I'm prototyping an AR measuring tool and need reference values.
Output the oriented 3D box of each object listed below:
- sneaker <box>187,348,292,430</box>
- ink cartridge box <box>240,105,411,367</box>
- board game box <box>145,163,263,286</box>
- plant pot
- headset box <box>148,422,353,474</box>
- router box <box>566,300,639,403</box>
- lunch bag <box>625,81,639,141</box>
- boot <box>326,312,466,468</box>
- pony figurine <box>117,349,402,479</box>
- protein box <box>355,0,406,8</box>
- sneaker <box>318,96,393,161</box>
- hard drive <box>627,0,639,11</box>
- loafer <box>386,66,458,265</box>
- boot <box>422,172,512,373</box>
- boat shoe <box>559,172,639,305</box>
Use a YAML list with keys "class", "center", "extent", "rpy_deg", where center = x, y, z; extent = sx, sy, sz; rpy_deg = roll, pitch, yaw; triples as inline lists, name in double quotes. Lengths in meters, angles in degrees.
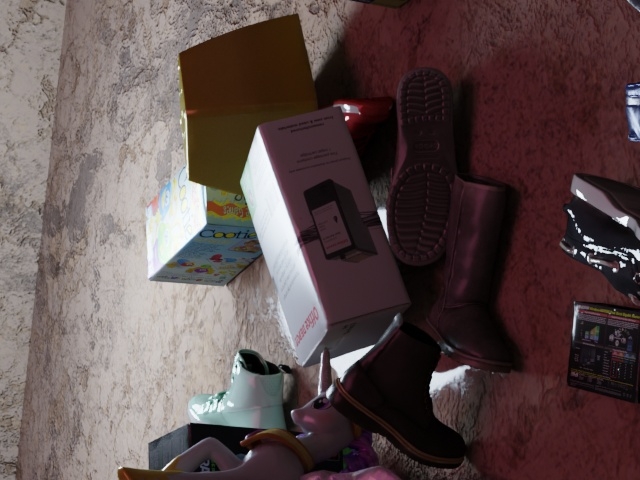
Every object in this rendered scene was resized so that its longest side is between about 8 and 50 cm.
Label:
- class: "sneaker"
  center: [-0.129, 0.239, 2.280]
  extent: [0.256, 0.094, 0.151]
  rpy_deg: [11, 102, 55]
- class: "ink cartridge box"
  center: [0.000, 0.000, 1.908]
  extent: [0.211, 0.122, 0.289]
  rpy_deg: [120, 134, -68]
- class: "board game box"
  center: [-0.179, -0.037, 2.379]
  extent: [0.275, 0.144, 0.142]
  rpy_deg: [-38, 51, 56]
- class: "plant pot"
  center: [-0.114, -0.191, 2.133]
  extent: [0.212, 0.187, 0.212]
  rpy_deg: [95, 168, -47]
- class: "headset box"
  center: [-0.076, 0.384, 1.899]
  extent: [0.131, 0.283, 0.246]
  rpy_deg: [-31, 56, 52]
- class: "router box"
  center: [0.305, 0.113, 1.461]
  extent: [0.122, 0.038, 0.092]
  rpy_deg: [9, 94, 64]
- class: "lunch bag"
  center: [0.343, -0.130, 1.359]
  extent: [0.067, 0.099, 0.065]
  rpy_deg: [-155, 59, -74]
- class: "boot"
  center: [0.125, 0.182, 1.689]
  extent: [0.137, 0.198, 0.077]
  rpy_deg: [-52, 29, 17]
- class: "pony figurine"
  center: [-0.019, 0.339, 1.723]
  extent: [0.351, 0.364, 0.303]
  rpy_deg: [58, 150, 14]
- class: "protein box"
  center: [0.089, -0.443, 1.898]
  extent: [0.200, 0.136, 0.201]
  rpy_deg: [-22, 65, 61]
- class: "sneaker"
  center: [0.051, -0.133, 2.011]
  extent: [0.221, 0.087, 0.128]
  rpy_deg: [-178, 84, -77]
- class: "hard drive"
  center: [0.384, -0.265, 1.343]
  extent: [0.254, 0.054, 0.172]
  rpy_deg: [-126, 47, -54]
- class: "loafer"
  center: [0.137, -0.093, 1.818]
  extent: [0.087, 0.094, 0.251]
  rpy_deg: [-19, -66, -80]
- class: "boot"
  center: [0.191, 0.036, 1.692]
  extent: [0.190, 0.076, 0.208]
  rpy_deg: [36, 111, 59]
- class: "boat shoe"
  center: [0.322, 0.019, 1.370]
  extent: [0.302, 0.114, 0.091]
  rpy_deg: [-122, 43, -69]
